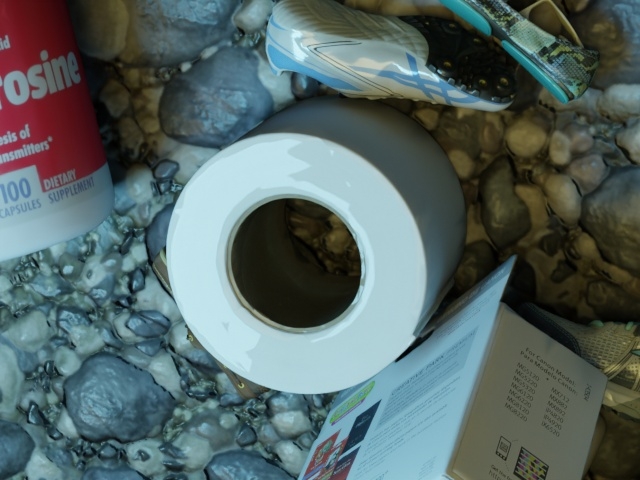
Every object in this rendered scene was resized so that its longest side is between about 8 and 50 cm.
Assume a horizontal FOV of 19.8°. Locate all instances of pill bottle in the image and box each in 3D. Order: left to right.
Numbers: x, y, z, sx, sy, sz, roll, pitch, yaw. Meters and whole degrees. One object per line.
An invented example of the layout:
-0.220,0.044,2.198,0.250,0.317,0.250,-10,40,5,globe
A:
-0.346,-0.192,1.705,0.229,0.229,0.407,-9,104,20,pill bottle

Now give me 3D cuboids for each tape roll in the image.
0.000,0.000,1.687,0.246,0.169,0.246,5,108,15,tape roll

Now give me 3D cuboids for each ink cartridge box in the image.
0.103,0.200,1.637,0.130,0.272,0.309,36,136,-13,ink cartridge box

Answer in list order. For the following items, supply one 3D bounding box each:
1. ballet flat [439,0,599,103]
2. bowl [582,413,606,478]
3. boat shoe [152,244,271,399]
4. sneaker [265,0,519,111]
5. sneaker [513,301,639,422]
0.171,-0.202,1.638,0.188,0.070,0.070,40,113,0,ballet flat
0.186,0.199,1.753,0.142,0.053,0.142,30,112,9,bowl
-0.108,0.084,1.803,0.060,0.064,0.178,-40,94,21,boat shoe
0.065,-0.161,1.675,0.237,0.085,0.086,17,137,8,sneaker
0.312,0.109,1.675,0.283,0.110,0.122,26,94,6,sneaker
